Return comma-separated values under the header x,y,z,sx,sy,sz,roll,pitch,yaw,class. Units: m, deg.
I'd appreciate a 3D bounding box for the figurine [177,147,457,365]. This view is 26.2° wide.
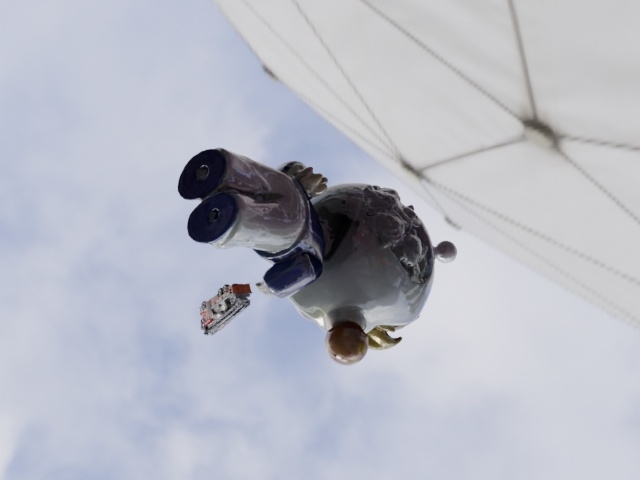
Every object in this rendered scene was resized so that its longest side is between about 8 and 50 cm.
x,y,z,sx,sy,sz,roll,pitch,yaw,class
-0.005,-0.009,1.181,0.133,0.274,0.193,-35,-147,22,figurine

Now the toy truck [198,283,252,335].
x,y,z,sx,sy,sz,roll,pitch,yaw,class
-0.095,0.066,1.354,0.083,0.024,0.032,-35,-115,47,toy truck
